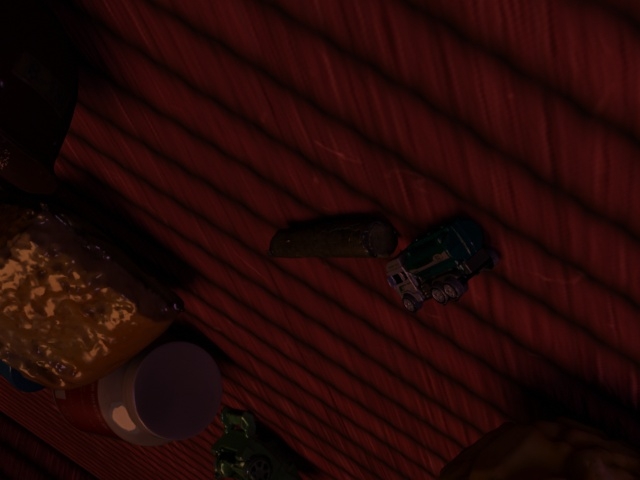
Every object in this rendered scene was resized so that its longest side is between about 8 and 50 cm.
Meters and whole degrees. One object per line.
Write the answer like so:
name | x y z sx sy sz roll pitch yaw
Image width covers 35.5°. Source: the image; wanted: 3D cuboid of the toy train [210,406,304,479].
toy train | -0.075 0.284 1.263 0.149 0.081 0.099 41 156 -25

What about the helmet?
helmet | -0.220 -0.116 0.683 0.155 0.106 0.175 19 157 37

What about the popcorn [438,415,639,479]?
popcorn | 0.176 0.244 0.685 0.249 0.225 0.249 35 165 11

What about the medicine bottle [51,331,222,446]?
medicine bottle | -0.217 0.169 1.163 0.131 0.131 0.250 46 154 -22

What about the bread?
bread | -0.262 0.056 0.988 0.204 0.163 0.262 36 167 -27

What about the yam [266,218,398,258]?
yam | 0.000 0.000 0.701 0.033 0.027 0.129 3 176 -39

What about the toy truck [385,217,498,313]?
toy truck | 0.073 0.015 0.625 0.044 0.039 0.083 55 152 -3

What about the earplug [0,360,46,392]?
earplug | -0.441 0.071 1.293 0.273 0.132 0.132 29 155 22
